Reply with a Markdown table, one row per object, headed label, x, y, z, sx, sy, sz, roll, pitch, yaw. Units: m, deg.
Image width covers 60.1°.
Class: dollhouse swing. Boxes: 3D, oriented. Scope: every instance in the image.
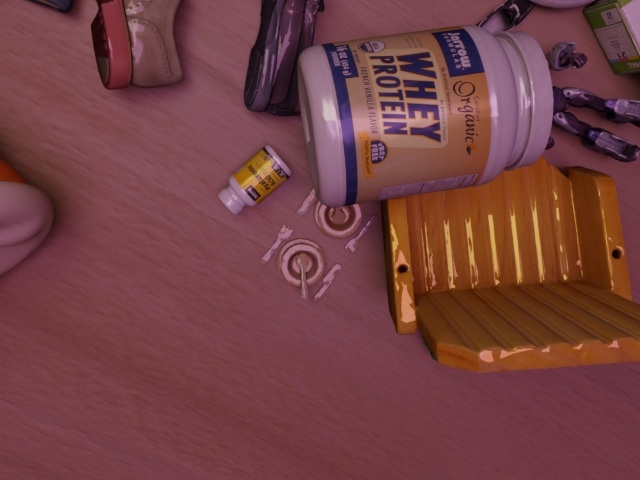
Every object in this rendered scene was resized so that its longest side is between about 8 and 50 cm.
| label | x | y | z | sx | sy | sz | roll | pitch | yaw |
| --- | --- | --- | --- | --- | --- | --- | --- | --- | --- |
| dollhouse swing | 0.276 | 0.004 | 0.784 | 0.346 | 0.305 | 0.315 | -4 | 83 | 1 |

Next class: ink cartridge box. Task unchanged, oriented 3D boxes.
| label | x | y | z | sx | sy | sz | roll | pitch | yaw |
| --- | --- | --- | --- | --- | --- | --- | --- | --- | --- |
| ink cartridge box | 0.587 | -0.326 | 0.907 | 0.188 | 0.097 | 0.255 | -34 | 104 | 1 |

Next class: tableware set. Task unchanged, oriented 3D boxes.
| label | x | y | z | sx | sy | sz | roll | pitch | yaw |
| --- | --- | --- | --- | --- | --- | --- | --- | --- | --- |
| tableware set | 0.000 | 0.000 | 0.941 | 0.128 | 0.039 | 0.194 | 35 | 96 | -11 |

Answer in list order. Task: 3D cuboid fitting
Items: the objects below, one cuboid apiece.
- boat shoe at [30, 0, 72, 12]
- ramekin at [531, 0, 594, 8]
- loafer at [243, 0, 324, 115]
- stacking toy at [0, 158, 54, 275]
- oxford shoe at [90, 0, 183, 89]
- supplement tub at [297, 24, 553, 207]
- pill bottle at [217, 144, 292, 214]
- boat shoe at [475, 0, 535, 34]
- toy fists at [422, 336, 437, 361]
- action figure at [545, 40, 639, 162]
| label | x | y | z | sx | sy | sz | roll | pitch | yaw |
| --- | --- | --- | --- | --- | --- | --- | --- | --- | --- |
| boat shoe | -0.483 | -0.389 | 0.787 | 0.254 | 0.095 | 0.079 | 11 | 89 | -17 |
| ramekin | 0.393 | -0.506 | 0.816 | 0.277 | 0.135 | 0.277 | -1 | 96 | -8 |
| loafer | -0.040 | -0.341 | 0.847 | 0.095 | 0.109 | 0.303 | 8 | 108 | -27 |
| stacking toy | -0.633 | -0.147 | 0.754 | 0.350 | 0.350 | 0.480 | -31 | 85 | 1 |
| oxford shoe | -0.271 | -0.398 | 0.812 | 0.130 | 0.123 | 0.348 | -7 | 102 | -31 |
| supplement tub | 0.137 | -0.179 | 0.792 | 0.316 | 0.228 | 0.228 | -9 | 102 | -4 |
| pill bottle | -0.107 | -0.096 | 0.897 | 0.116 | 0.065 | 0.065 | -40 | 103 | 4 |
| boat shoe | 0.299 | -0.362 | 0.898 | 0.125 | 0.038 | 0.046 | -31 | 102 | 1 |
| toy fists | 0.313 | 0.128 | 0.972 | 0.279 | 0.096 | 0.142 | -23 | 103 | -2 |
| action figure | 0.401 | -0.222 | 0.909 | 0.285 | 0.099 | 0.185 | 17 | 109 | -5 |
